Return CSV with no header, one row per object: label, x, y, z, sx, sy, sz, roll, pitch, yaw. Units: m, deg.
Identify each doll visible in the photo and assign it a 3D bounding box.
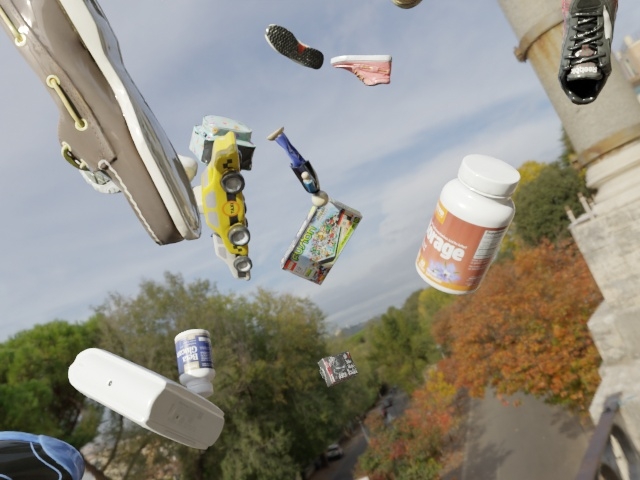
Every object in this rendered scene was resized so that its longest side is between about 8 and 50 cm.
doll,-0.040,-0.154,1.111,0.046,0.189,0.129,-33,12,9

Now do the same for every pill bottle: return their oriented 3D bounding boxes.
pill bottle,-0.331,0.331,1.388,0.094,0.169,0.094,-13,-28,-7
pill bottle,0.244,-0.026,0.863,0.121,0.121,0.216,-14,-48,-34

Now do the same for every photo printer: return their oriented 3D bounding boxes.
photo printer,-0.401,0.352,1.182,0.307,0.107,0.256,10,-27,33

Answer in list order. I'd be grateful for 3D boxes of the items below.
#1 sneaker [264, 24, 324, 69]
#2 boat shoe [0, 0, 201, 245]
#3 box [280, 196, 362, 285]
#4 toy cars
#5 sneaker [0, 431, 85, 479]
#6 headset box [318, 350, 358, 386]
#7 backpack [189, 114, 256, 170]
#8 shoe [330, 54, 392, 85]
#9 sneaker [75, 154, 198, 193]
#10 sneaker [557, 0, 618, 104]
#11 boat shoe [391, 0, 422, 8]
sneaker,-0.072,-0.452,1.227,0.161,0.057,0.075,18,6,-35
boat shoe,-0.235,-0.133,0.557,0.096,0.324,0.116,-26,8,-1
box,0.000,0.000,1.254,0.114,0.036,0.207,24,-70,-19
toy cars,-0.171,-0.040,0.915,0.087,0.176,0.394,-6,-15,-8
sneaker,-0.318,0.209,0.418,0.232,0.081,0.090,9,9,-22
headset box,0.038,0.303,1.229,0.083,0.062,0.032,-12,-27,-30
backpack,-0.292,-0.288,1.522,0.166,0.144,0.188,0,18,-33
shoe,0.117,-0.487,1.501,0.178,0.081,0.063,2,12,10
sneaker,-0.308,-0.129,0.879,0.115,0.232,0.090,-47,-27,-52
sneaker,0.513,-0.383,1.002,0.097,0.135,0.276,3,-44,25
boat shoe,0.172,-0.708,1.195,0.122,0.324,0.120,-17,9,19
